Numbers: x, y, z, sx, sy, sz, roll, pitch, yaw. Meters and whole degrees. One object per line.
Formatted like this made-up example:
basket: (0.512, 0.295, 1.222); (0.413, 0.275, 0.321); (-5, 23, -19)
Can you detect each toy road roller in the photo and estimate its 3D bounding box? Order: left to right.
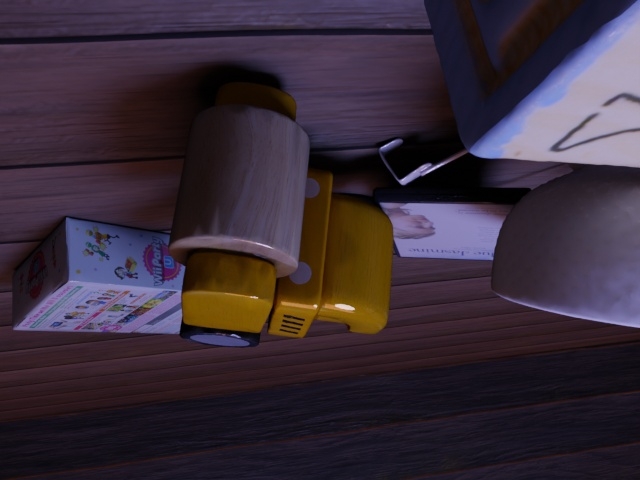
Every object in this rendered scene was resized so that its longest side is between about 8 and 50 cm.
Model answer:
toy road roller: (-0.024, 0.004, 0.662); (0.240, 0.203, 0.329); (7, 160, -6)

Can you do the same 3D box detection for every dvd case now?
dvd case: (0.177, -0.016, 0.810); (0.180, 0.022, 0.253); (1, 164, 15)

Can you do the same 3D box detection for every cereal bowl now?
cereal bowl: (0.332, -0.011, 0.551); (0.338, 0.141, 0.339); (1, -176, 0)

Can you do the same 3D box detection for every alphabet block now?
alphabet block: (0.200, -0.170, 0.378); (0.197, 0.194, 0.192); (1, 158, -23)

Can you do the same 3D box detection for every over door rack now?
over door rack: (0.268, -0.078, 0.758); (0.324, 0.108, 0.239); (-16, 157, 19)

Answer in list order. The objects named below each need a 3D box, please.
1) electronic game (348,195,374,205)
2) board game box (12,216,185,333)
electronic game: (0.000, 0.000, 0.930); (0.229, 0.048, 0.229); (-12, 154, -6)
board game box: (-0.280, 0.071, 0.939); (0.303, 0.098, 0.224); (10, 151, -42)
